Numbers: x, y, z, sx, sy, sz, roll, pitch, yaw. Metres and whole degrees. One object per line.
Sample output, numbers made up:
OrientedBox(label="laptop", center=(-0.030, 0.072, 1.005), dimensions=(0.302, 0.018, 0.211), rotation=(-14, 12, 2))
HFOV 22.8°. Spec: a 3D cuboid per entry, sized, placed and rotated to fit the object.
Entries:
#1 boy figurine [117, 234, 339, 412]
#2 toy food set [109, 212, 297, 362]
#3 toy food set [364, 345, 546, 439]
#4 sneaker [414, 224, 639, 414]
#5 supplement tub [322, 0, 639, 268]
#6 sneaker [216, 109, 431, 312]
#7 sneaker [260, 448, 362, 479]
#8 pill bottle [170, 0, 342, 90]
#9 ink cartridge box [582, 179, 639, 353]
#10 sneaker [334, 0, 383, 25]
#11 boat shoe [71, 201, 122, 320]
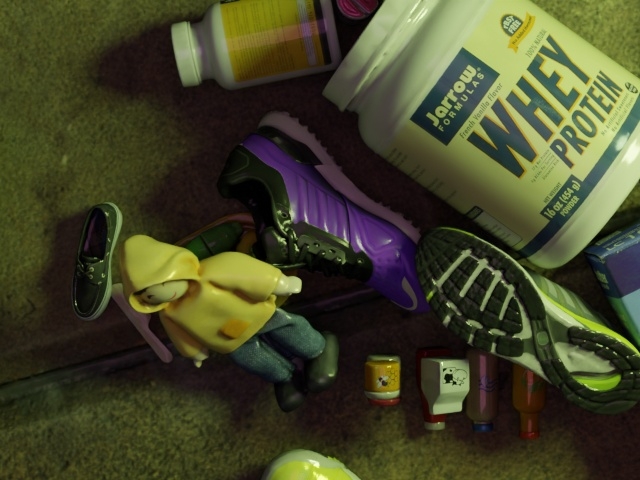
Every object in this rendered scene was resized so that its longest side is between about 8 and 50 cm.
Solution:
OrientedBox(label="boy figurine", center=(-0.102, 0.079, 1.764), dimensions=(0.177, 0.092, 0.285), rotation=(-32, 129, 28))
OrientedBox(label="toy food set", center=(-0.130, 0.055, 1.843), dimensions=(0.218, 0.071, 0.128), rotation=(-30, 93, 3))
OrientedBox(label="toy food set", center=(0.143, 0.180, 1.819), dimensions=(0.232, 0.111, 0.104), rotation=(-3, 95, -30))
OrientedBox(label="sneaker", center=(0.228, 0.081, 1.778), dimensions=(0.300, 0.121, 0.111), rotation=(37, 105, -10))
OrientedBox(label="supplement tub", center=(0.189, -0.147, 1.741), dimensions=(0.325, 0.235, 0.235), rotation=(35, 94, -2))
OrientedBox(label="sneaker", center=(-0.001, 0.000, 1.795), dimensions=(0.293, 0.102, 0.146), rotation=(43, 59, 5))
OrientedBox(label="sneaker", center=(0.036, 0.422, 1.829), dimensions=(0.145, 0.147, 0.384), rotation=(-22, 92, 4))
OrientedBox(label="pill bottle", center=(-0.073, -0.228, 1.806), dimensions=(0.184, 0.103, 0.103), rotation=(-11, 94, 1))
OrientedBox(label="ink cartridge box", center=(0.479, 0.073, 1.798), dimensions=(0.270, 0.151, 0.395), rotation=(-28, 91, 3))
OrientedBox(label="sneaker", center=(0.059, -0.315, 1.821), dimensions=(0.063, 0.075, 0.170), rotation=(26, 71, -5))
OrientedBox(label="boat shoe", center=(-0.267, 0.024, 1.854), dimensions=(0.049, 0.040, 0.142), rotation=(12, 92, 17))
